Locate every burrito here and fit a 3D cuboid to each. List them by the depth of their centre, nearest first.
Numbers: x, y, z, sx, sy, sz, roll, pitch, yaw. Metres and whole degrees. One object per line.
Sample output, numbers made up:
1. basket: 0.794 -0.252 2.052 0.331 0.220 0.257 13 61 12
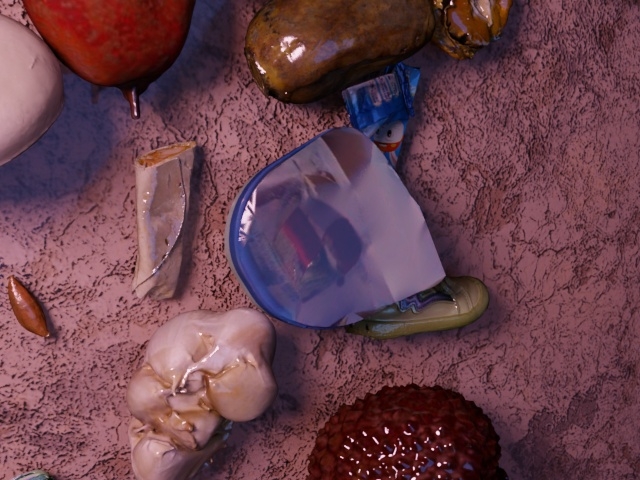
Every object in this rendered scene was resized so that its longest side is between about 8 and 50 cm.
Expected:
1. burrito: -0.218 -0.024 1.095 0.087 0.060 0.225 -1 103 -35

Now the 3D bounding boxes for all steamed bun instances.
1. steamed bun: -0.395 -0.161 0.848 0.232 0.232 0.145 -35 128 -17

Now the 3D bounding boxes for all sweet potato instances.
1. sweet potato: -0.382 0.088 1.050 0.034 0.034 0.095 -30 106 -20

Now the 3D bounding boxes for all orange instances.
1. orange: 0.214 -0.350 1.224 0.170 0.112 0.160 26 79 -56

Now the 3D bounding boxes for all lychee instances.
1. lychee: 0.143 0.376 1.291 0.331 0.306 0.305 11 99 -4

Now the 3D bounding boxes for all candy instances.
1. candy: 0.087 -0.196 1.167 0.136 0.038 0.088 -34 121 -36

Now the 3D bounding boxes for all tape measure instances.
1. tape measure: 0.002 -0.001 1.142 0.262 0.138 0.259 -32 96 -7

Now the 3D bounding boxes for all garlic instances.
1. garlic: -0.179 0.201 1.111 0.281 0.184 0.203 -43 166 6

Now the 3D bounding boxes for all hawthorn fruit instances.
1. hawthorn fruit: -0.242 -0.262 0.933 0.208 0.208 0.248 -19 122 -25

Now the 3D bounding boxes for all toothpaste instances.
1. toothpaste: 0.085 -0.144 1.242 0.065 0.050 0.266 10 98 -31

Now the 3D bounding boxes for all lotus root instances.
1. lotus root: 0.022 -0.285 1.098 0.275 0.160 0.151 -30 106 -19

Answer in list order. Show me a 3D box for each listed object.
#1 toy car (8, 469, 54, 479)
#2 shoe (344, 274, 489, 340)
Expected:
1. toy car: -0.378 0.416 1.120 0.090 0.076 0.224 -27 108 -20
2. shoe: 0.156 0.092 1.296 0.262 0.140 0.128 -12 120 -20
